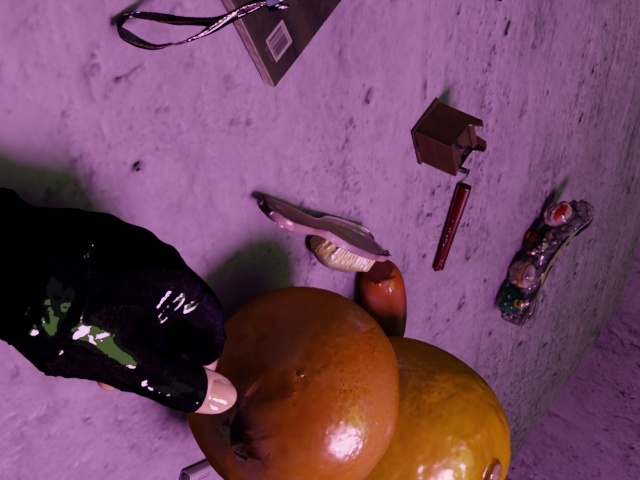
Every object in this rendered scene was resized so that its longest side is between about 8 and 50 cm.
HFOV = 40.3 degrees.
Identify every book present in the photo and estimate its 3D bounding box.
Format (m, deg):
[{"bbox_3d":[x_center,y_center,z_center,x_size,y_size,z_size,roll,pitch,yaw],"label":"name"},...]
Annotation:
[{"bbox_3d":[-0.009,-0.286,0.881,0.228,0.024,0.160,-55,153,-13],"label":"book"}]

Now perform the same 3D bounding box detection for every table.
[{"bbox_3d":[0.192,-0.148,1.295,0.070,0.082,0.083,-53,151,-18],"label":"table"}]

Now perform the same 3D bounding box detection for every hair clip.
[{"bbox_3d":[0.491,0.034,1.981,0.091,0.138,0.321,33,84,-19],"label":"hair clip"}]

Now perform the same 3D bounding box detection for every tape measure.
[{"bbox_3d":[-0.084,-0.230,0.712,0.180,0.104,0.107,-51,155,-23],"label":"tape measure"}]

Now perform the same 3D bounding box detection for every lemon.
[{"bbox_3d":[0.111,0.304,1.303,0.348,0.348,0.348,-41,146,-35],"label":"lemon"}]

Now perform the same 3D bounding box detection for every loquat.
[{"bbox_3d":[-0.029,0.185,1.038,0.263,0.263,0.263,-41,146,-35],"label":"loquat"}]

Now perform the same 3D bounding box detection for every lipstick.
[{"bbox_3d":[0.230,-0.020,1.547,0.027,0.027,0.176,-25,138,-50],"label":"lipstick"}]

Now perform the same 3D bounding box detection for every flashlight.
[{"bbox_3d":[-0.156,0.310,1.183,0.083,0.018,0.018,-9,123,-57],"label":"flashlight"}]

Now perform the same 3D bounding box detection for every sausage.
[{"bbox_3d":[0.101,0.107,1.385,0.076,0.076,0.197,-47,151,-27],"label":"sausage"}]

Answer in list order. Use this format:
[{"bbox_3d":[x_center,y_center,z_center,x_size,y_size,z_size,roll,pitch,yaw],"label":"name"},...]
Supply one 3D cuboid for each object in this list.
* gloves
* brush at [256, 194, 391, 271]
[{"bbox_3d":[-0.170,0.068,0.742,0.152,0.197,0.301,-44,148,-12],"label":"gloves"},{"bbox_3d":[0.000,0.002,1.126,0.067,0.072,0.313,-52,154,11],"label":"brush"}]
